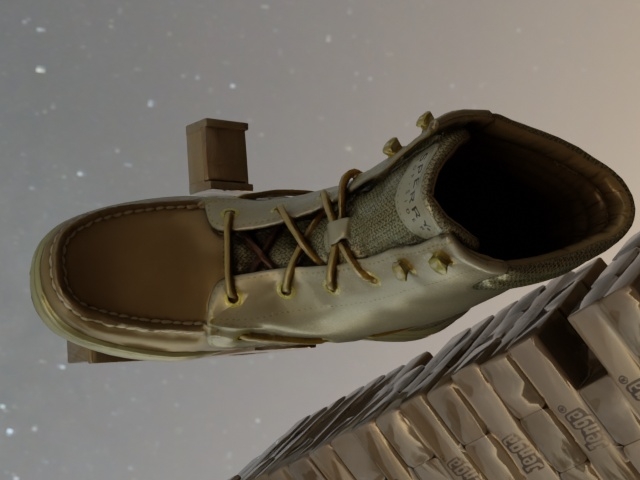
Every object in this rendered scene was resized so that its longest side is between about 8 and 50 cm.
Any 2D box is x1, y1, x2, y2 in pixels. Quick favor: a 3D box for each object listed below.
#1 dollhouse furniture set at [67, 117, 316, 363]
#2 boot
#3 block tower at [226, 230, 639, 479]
[{"bbox_3d":[-0.094,-0.007,0.820,0.161,0.101,0.182,1,-99,-41],"label":"dollhouse furniture set"},{"bbox_3d":[0.000,0.000,0.471,0.213,0.165,0.077,2,-105,-24],"label":"boot"},{"bbox_3d":[0.072,0.101,0.568,0.097,0.335,0.091,53,-140,1],"label":"block tower"}]
